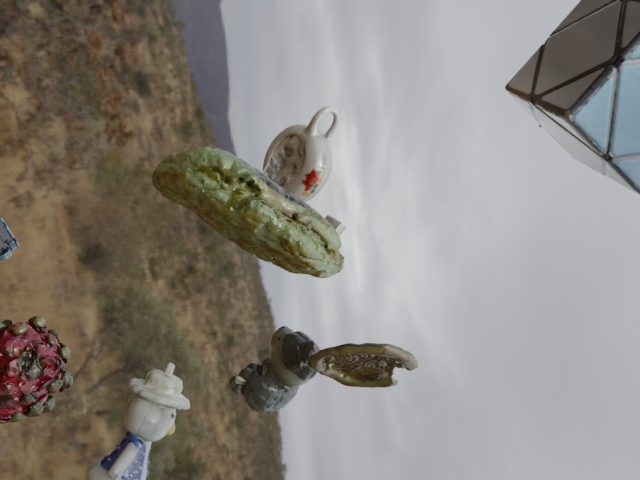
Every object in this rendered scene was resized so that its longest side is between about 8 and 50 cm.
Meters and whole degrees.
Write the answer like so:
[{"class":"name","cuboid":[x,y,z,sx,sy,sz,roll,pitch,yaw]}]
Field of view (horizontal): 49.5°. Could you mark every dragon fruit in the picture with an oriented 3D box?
[{"class":"dragon fruit","cuboid":[-0.623,0.284,1.419,0.198,0.218,0.272,50,-47,52]}]

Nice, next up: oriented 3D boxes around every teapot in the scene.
[{"class":"teapot","cuboid":[-0.035,-0.143,1.243,0.226,0.092,0.145,-55,-127,17]}]

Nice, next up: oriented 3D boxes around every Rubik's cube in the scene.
[{"class":"Rubik's cube","cuboid":[0.449,-0.227,1.059,0.205,0.205,0.207,-49,-154,12]}]

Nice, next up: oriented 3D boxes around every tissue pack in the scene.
[{"class":"tissue pack","cuboid":[0.000,0.000,1.434,0.056,0.108,0.023,31,-11,47]}]

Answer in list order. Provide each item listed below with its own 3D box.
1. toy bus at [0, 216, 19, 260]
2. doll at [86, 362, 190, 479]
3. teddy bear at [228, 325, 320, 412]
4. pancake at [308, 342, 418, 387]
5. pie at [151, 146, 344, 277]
[{"class":"toy bus","cuboid":[-0.771,0.033,1.523,0.184,0.106,0.090,-53,140,-40]},{"class":"doll","cuboid":[-0.319,0.351,1.213,0.138,0.119,0.293,60,54,-81]},{"class":"teddy bear","cuboid":[-0.069,0.282,1.596,0.251,0.171,0.144,-42,-125,25]},{"class":"pancake","cuboid":[0.083,0.252,1.405,0.235,0.212,0.029,110,-13,-59]},{"class":"pie","cuboid":[-0.072,-0.032,0.832,0.201,0.248,0.090,16,-105,51]}]
